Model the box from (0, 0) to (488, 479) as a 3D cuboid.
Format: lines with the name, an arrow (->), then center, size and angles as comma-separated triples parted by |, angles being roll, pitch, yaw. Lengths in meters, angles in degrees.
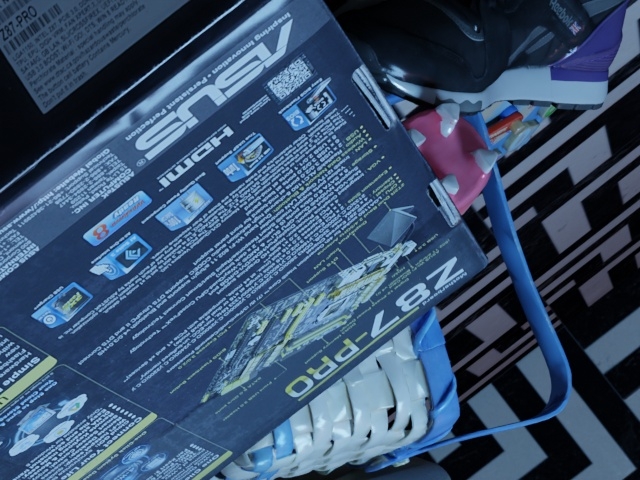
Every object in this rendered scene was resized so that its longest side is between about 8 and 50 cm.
box -> -0.135, 0.051, 0.662 | 0.395, 0.097, 0.318 | -38, 153, 3

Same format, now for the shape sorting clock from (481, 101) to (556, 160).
shape sorting clock -> 0.158, -0.108, 1.350 | 0.206, 0.040, 0.206 | -34, 165, -10

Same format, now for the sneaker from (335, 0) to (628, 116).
sneaker -> 0.108, -0.158, 1.036 | 0.283, 0.107, 0.124 | -9, 124, -51

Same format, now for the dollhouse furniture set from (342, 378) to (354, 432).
dollhouse furniture set -> -0.053, 0.205, 1.577 | 0.212, 0.161, 0.242 | -32, 164, -20

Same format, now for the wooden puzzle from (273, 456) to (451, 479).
wooden puzzle -> -0.104, 0.215, 1.192 | 0.322, 0.081, 0.348 | -13, -171, -18

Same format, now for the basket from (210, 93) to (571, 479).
basket -> 0.019, 0.032, 1.086 | 0.289, 0.255, 0.201 | -15, 172, -23

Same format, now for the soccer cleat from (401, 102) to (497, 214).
soccer cleat -> 0.000, 0.000, 0.911 | 0.248, 0.083, 0.095 | -32, 170, -33
